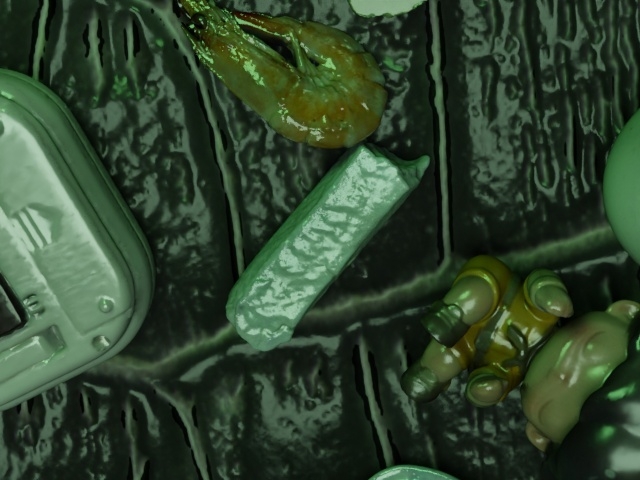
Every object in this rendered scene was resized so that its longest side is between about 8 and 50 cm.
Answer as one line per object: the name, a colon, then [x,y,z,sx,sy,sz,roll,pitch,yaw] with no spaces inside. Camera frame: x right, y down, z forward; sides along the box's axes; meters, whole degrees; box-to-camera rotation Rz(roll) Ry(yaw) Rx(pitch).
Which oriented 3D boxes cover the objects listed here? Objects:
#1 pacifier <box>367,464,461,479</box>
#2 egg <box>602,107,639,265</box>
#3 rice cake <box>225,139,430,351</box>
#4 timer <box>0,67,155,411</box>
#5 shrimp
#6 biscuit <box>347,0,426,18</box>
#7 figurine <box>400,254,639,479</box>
pacifier: [0.018,0.301,1.289,0.287,0.226,0.238,-17,66,12]
egg: [0.342,-0.044,1.190,0.264,0.183,0.183,-5,107,-1]
rice cake: [0.000,0.001,1.281,0.063,0.069,0.206,38,107,-8]
timer: [-0.273,0.007,1.286,0.237,0.087,0.262,-27,104,11]
shrimp: [-0.034,-0.139,1.250,0.190,0.042,0.101,33,68,4]
biscuit: [0.017,-0.324,1.194,0.099,0.038,0.322,-18,106,11]
figurine: [0.206,0.108,1.258,0.257,0.167,0.192,37,120,14]
